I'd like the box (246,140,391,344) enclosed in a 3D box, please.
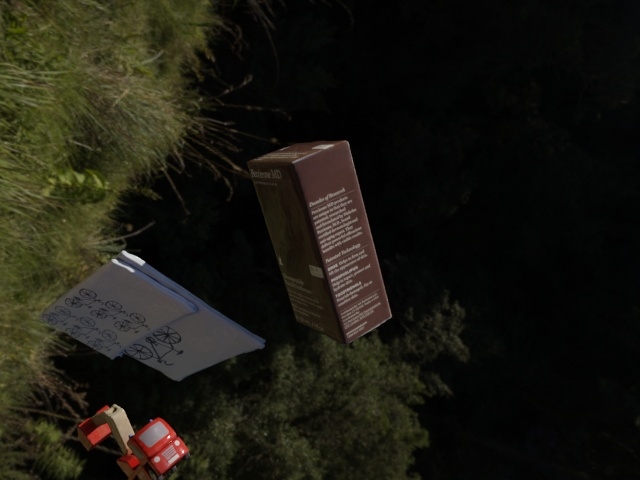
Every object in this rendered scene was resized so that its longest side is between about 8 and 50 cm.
[{"bbox_3d":[0.000,0.000,1.049,0.143,0.191,0.381,-24,109,-28],"label":"box"}]

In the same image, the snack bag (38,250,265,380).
[{"bbox_3d":[-0.332,0.178,1.016,0.342,0.323,0.037,40,40,-29],"label":"snack bag"}]

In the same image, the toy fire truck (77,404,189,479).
[{"bbox_3d":[-0.246,0.258,0.662,0.047,0.135,0.192,-33,166,-44],"label":"toy fire truck"}]
